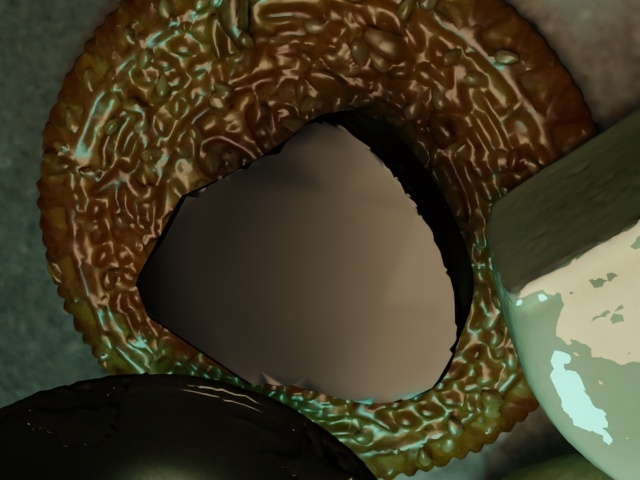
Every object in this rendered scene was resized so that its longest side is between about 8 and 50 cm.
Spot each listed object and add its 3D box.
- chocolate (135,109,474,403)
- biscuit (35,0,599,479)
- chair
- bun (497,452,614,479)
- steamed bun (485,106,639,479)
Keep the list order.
[{"bbox_3d":[0.000,0.000,0.602,0.149,0.080,0.125,7,102,17],"label":"chocolate"},{"bbox_3d":[-0.005,-0.006,0.662,0.305,0.038,0.305,5,112,12],"label":"biscuit"},{"bbox_3d":[-0.105,0.291,0.682,0.226,0.226,0.401,17,121,6],"label":"chair"},{"bbox_3d":[0.169,0.218,0.645,0.259,0.160,0.259,6,113,14],"label":"bun"},{"bbox_3d":[0.202,0.012,0.552,0.242,0.146,0.164,-32,106,13],"label":"steamed bun"}]
